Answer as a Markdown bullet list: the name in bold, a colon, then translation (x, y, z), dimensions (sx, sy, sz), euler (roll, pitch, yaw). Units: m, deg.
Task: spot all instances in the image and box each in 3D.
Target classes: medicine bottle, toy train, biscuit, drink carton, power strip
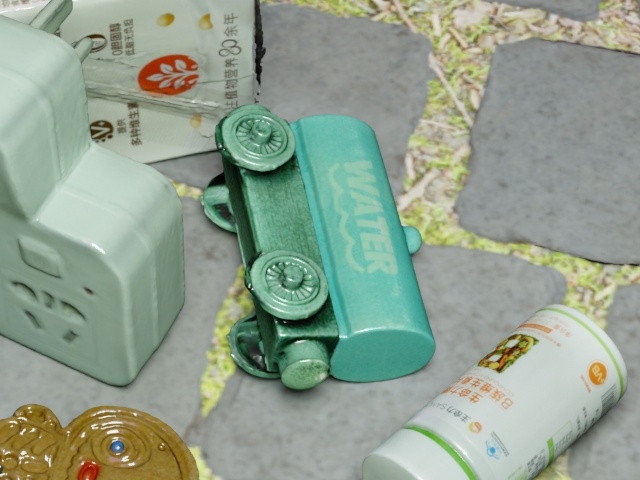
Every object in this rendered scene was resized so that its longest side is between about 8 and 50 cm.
- **medicine bottle**: translation (0.121, 0.126, 1.189), dimensions (0.086, 0.086, 0.183), euler (39, 58, 25)
- **toy train**: translation (0.000, 0.000, 1.284), dimensions (0.159, 0.101, 0.248), euler (0, 51, -20)
- **biscuit**: translation (-0.169, 0.162, 1.182), dimensions (0.175, 0.026, 0.124), euler (7, 51, 2)
- **drink carton**: translation (-0.214, -0.150, 1.321), dimensions (0.325, 0.194, 0.132), euler (-12, 52, -12)
- **power strip**: translation (-0.202, -0.049, 1.198), dimensions (0.229, 0.261, 0.141), euler (22, 55, 14)

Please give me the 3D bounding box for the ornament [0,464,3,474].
- **ornament**: translation (-0.225, 0.203, 1.130), dimensions (0.073, 0.028, 0.125), euler (25, 71, 12)
